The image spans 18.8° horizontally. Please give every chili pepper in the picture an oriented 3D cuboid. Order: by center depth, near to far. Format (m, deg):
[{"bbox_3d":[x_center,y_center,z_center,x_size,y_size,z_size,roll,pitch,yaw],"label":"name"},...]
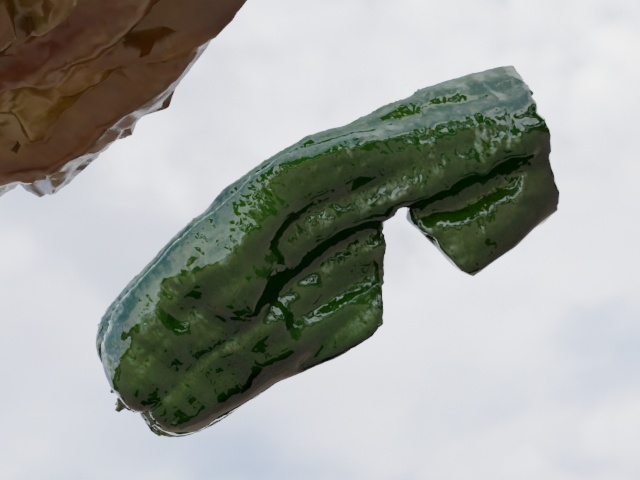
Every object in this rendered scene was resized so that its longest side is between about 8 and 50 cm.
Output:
[{"bbox_3d":[0.001,0.001,0.934,0.253,0.083,0.099,-32,-78,-5],"label":"chili pepper"}]

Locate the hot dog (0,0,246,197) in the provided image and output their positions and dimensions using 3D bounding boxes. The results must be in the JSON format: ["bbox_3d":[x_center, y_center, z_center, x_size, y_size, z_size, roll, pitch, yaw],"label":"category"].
[{"bbox_3d":[-0.087,-0.122,0.490,0.175,0.259,0.114,-37,-41,29],"label":"hot dog"}]
